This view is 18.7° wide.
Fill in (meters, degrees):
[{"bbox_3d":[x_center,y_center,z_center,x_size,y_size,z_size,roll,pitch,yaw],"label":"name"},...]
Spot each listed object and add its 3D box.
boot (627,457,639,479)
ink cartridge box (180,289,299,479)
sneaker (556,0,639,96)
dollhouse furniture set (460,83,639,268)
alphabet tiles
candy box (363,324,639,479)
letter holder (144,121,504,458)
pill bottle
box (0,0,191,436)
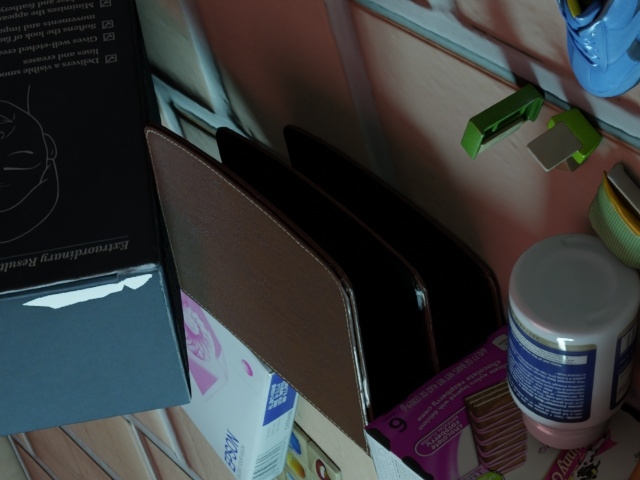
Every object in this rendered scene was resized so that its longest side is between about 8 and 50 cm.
[{"bbox_3d":[0.234,0.179,1.371,0.073,0.152,0.197,29,146,53],"label":"boot"},{"bbox_3d":[-0.147,0.093,2.238,0.330,0.071,0.324,48,156,21],"label":"ink cartridge box"},{"bbox_3d":[0.165,-0.143,1.158,0.069,0.082,0.209,48,160,19],"label":"sneaker"},{"bbox_3d":[0.168,-0.036,1.340,0.152,0.058,0.076,52,160,15],"label":"dollhouse furniture set"},{"bbox_3d":[-0.040,0.285,2.376,0.342,0.011,0.285,44,156,32],"label":"alphabet tiles"},{"bbox_3d":[0.166,0.180,1.523,0.233,0.159,0.071,35,152,44],"label":"candy box"},{"bbox_3d":[0.000,0.000,1.657,0.302,0.152,0.214,38,150,42],"label":"letter holder"},{"bbox_3d":[0.183,0.080,1.427,0.094,0.094,0.169,44,156,31],"label":"pill bottle"},{"bbox_3d":[-0.295,-0.031,1.865,0.212,0.293,0.395,82,179,-49],"label":"box"}]
